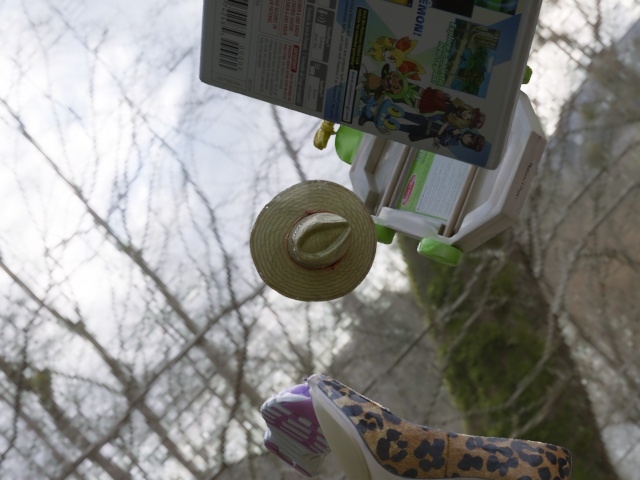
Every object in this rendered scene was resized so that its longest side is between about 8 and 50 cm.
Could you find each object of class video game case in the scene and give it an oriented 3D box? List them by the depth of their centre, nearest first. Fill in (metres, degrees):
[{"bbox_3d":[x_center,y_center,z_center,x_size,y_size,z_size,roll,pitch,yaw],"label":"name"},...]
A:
[{"bbox_3d":[0.044,-0.243,0.979,0.036,0.300,0.329,-55,-21,-51],"label":"video game case"}]

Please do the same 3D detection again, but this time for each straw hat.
[{"bbox_3d":[0.000,0.000,1.233,0.144,0.144,0.061,-45,5,-12],"label":"straw hat"}]

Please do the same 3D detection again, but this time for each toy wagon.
[{"bbox_3d":[0.132,-0.120,1.512,0.068,0.344,0.267,25,-95,-44],"label":"toy wagon"}]

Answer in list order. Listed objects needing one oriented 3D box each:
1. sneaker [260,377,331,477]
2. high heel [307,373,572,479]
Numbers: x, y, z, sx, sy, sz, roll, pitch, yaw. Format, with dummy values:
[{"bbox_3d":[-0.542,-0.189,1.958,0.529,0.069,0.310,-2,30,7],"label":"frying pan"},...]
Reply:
[{"bbox_3d":[-0.008,0.203,1.376,0.104,0.095,0.236,-51,-9,-21],"label":"sneaker"},{"bbox_3d":[0.120,0.200,1.178,0.186,0.261,0.093,-28,-33,-26],"label":"high heel"}]
